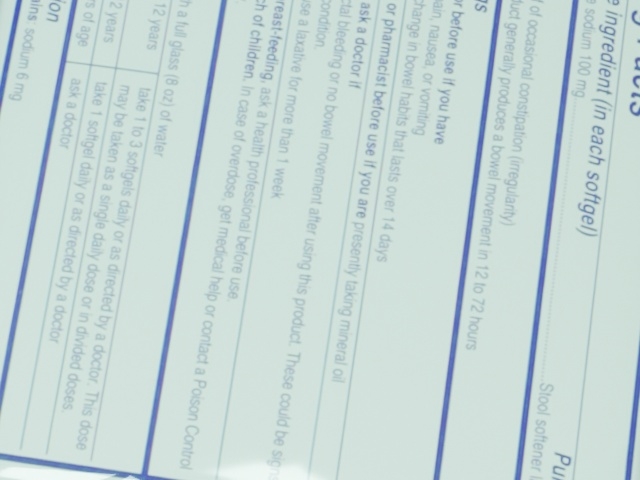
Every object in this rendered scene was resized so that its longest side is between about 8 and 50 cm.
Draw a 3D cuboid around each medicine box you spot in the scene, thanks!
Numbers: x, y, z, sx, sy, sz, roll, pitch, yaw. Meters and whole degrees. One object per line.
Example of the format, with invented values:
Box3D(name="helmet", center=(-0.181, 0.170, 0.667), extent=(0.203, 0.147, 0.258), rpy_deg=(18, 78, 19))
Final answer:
Box3D(name="medicine box", center=(0.000, 0.000, 0.778), extent=(0.289, 0.149, 0.263), rpy_deg=(8, 77, 3))
